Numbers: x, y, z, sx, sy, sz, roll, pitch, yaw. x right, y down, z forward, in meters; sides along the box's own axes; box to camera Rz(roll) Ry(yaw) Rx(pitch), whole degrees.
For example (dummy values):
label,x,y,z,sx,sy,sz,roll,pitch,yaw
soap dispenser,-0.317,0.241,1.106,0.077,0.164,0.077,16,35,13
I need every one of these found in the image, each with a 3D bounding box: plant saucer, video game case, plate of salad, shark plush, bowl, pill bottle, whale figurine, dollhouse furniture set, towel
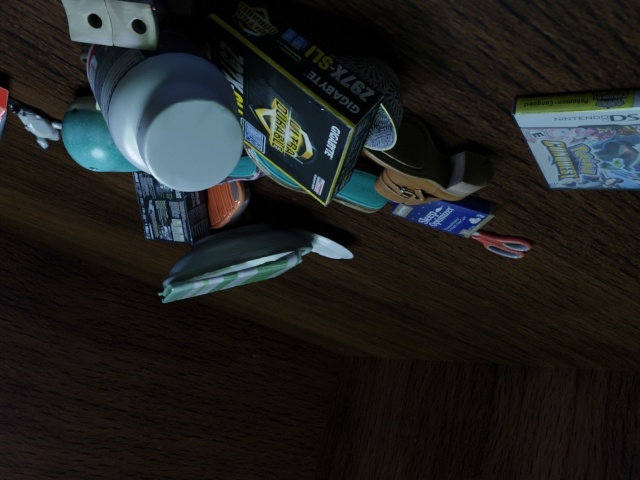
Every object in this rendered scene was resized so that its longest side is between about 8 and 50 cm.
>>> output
label,x,y,z,sx,sy,sz,roll,pitch,yaw
plant saucer,-0.222,0.031,1.821,0.401,0.100,0.400,-15,175,-1
video game case,0.459,-0.148,1.095,0.248,0.035,0.275,3,160,32
plate of salad,0.000,0.000,1.904,0.200,0.048,0.200,22,168,5
shark plush,-0.656,-0.267,1.571,0.161,0.073,0.067,26,-170,-47
bowl,0.067,-0.224,1.051,0.170,0.080,0.170,35,163,12
pill bottle,-0.220,-0.197,0.989,0.176,0.176,0.318,28,-165,-38
whale figurine,-0.417,-0.191,1.466,0.216,0.141,0.272,2,160,33
dollhouse furniture set,-0.252,-0.362,0.895,0.129,0.129,0.183,10,133,10
towel,-0.223,0.090,1.707,0.325,0.038,0.248,-12,174,-21

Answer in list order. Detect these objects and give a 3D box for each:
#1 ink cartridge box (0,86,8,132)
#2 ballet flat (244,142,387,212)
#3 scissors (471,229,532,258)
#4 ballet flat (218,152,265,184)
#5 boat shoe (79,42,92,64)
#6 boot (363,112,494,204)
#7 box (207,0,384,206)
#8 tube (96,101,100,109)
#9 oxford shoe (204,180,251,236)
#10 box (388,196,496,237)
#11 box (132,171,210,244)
label,x,y,z,sx,sy,sz,roll,pitch,yaw
ink cartridge box,-0.851,-0.303,1.507,0.308,0.091,0.385,26,161,-21
ballet flat,-0.019,-0.148,1.390,0.343,0.116,0.124,19,-178,-27
scissors,0.354,-0.014,1.626,0.297,0.021,0.109,16,163,-9
ballet flat,-0.198,-0.159,1.535,0.222,0.076,0.079,2,179,33
boat shoe,-0.315,-0.275,1.200,0.095,0.095,0.257,2,159,35
boot,0.150,-0.141,1.285,0.284,0.108,0.220,12,168,-20
box,-0.050,-0.206,1.082,0.257,0.079,0.322,40,164,5
tube,-0.306,-0.252,1.345,0.240,0.070,0.062,13,120,-13
oxford shoe,-0.235,-0.088,1.751,0.133,0.129,0.364,-9,172,-29
box,0.244,-0.071,1.494,0.225,0.036,0.136,17,158,-6
box,-0.356,-0.091,1.669,0.148,0.180,0.077,5,-157,28
